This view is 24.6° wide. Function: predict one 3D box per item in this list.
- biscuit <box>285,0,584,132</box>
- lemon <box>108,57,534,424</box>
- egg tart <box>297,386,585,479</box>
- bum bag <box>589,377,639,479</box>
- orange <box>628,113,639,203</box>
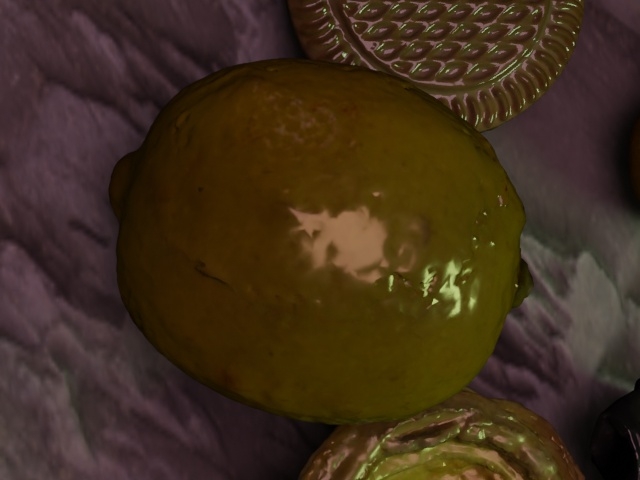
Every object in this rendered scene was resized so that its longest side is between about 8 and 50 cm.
[{"bbox_3d":[0.091,-0.204,1.131,0.259,0.079,0.259,1,86,-12],"label":"biscuit"},{"bbox_3d":[-0.003,0.000,1.007,0.284,0.260,0.260,37,78,-4],"label":"lemon"},{"bbox_3d":[0.084,0.242,1.094,0.278,0.095,0.279,0,91,-17],"label":"egg tart"},{"bbox_3d":[0.270,0.274,1.120,0.144,0.095,0.341,-3,84,-58],"label":"bum bag"},{"bbox_3d":[0.321,-0.066,1.148,0.154,0.134,0.155,0,87,-6],"label":"orange"}]
